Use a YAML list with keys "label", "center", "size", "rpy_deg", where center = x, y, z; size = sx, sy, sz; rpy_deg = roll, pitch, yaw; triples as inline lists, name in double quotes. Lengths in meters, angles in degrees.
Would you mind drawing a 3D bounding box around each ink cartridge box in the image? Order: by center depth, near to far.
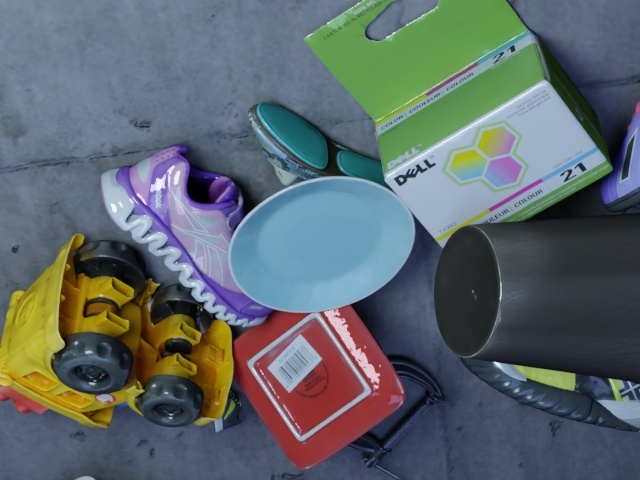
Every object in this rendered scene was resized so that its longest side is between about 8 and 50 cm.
- label: "ink cartridge box"
  center: [0.130, -0.129, 1.788]
  size: [0.189, 0.097, 0.255]
  rpy_deg: [-31, 126, 18]

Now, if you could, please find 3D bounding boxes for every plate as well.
- label: "plate"
  center: [0.000, 0.000, 1.849]
  size: [0.188, 0.024, 0.188]
  rpy_deg: [-8, 135, -8]

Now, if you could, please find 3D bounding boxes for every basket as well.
- label: "basket"
  center: [0.238, 0.054, 1.820]
  size: [0.227, 0.154, 0.204]
  rpy_deg: [2, 139, -25]

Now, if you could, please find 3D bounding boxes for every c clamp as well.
- label: "c clamp"
  center: [0.081, 0.197, 2.095]
  size: [0.137, 0.022, 0.160]
  rpy_deg: [24, 124, -17]

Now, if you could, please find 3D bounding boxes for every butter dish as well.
- label: "butter dish"
  center: [0.009, 0.133, 1.980]
  size: [0.160, 0.118, 0.160]
  rpy_deg: [-38, 82, 24]

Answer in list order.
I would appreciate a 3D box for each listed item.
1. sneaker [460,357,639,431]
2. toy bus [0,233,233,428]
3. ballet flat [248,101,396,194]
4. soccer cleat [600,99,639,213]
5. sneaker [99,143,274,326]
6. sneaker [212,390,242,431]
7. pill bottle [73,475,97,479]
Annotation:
- label: "sneaker"
  center: [0.337, 0.127, 2.014]
  size: [0.385, 0.145, 0.147]
  rpy_deg: [10, 96, -11]
- label: "toy bus"
  center: [-0.230, 0.127, 1.937]
  size: [0.220, 0.149, 0.211]
  rpy_deg: [31, 133, -29]
- label: "ballet flat"
  center: [-0.005, -0.070, 1.844]
  size: [0.188, 0.070, 0.070]
  rpy_deg: [28, 121, -23]
- label: "soccer cleat"
  center: [0.363, -0.151, 1.807]
  size: [0.116, 0.108, 0.318]
  rpy_deg: [43, 126, 0]
- label: "sneaker"
  center: [-0.108, -0.009, 1.868]
  size: [0.104, 0.095, 0.236]
  rpy_deg: [-37, 122, 13]
- label: "sneaker"
  center: [-0.104, 0.173, 2.051]
  size: [0.035, 0.031, 0.083]
  rpy_deg: [-11, 134, -14]
- label: "pill bottle"
  center: [-0.206, 0.358, 2.126]
  size: [0.121, 0.121, 0.216]
  rpy_deg: [-38, 122, 22]
